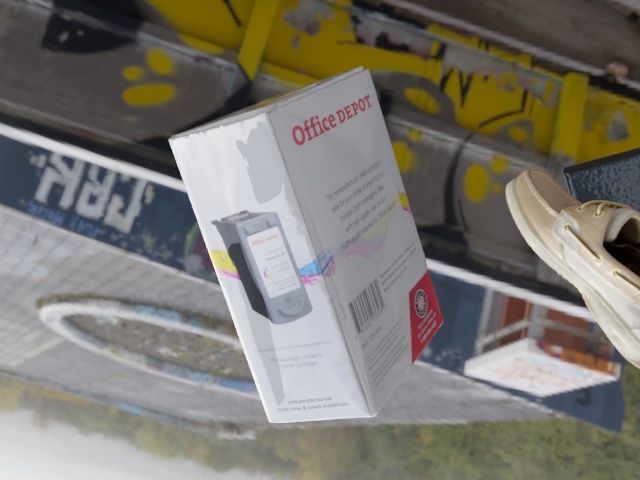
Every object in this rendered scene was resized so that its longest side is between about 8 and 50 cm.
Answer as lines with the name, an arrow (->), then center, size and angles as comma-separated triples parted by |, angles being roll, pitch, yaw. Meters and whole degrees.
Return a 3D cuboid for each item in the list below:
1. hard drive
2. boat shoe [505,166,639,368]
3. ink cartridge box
hard drive -> 0.290, -0.016, 0.824 | 0.094, 0.135, 0.022 | -15, -167, 19
boat shoe -> 0.184, 0.004, 0.566 | 0.063, 0.170, 0.059 | -1, 134, -38
ink cartridge box -> 0.000, 0.000, 0.912 | 0.131, 0.306, 0.226 | -12, -167, 31
